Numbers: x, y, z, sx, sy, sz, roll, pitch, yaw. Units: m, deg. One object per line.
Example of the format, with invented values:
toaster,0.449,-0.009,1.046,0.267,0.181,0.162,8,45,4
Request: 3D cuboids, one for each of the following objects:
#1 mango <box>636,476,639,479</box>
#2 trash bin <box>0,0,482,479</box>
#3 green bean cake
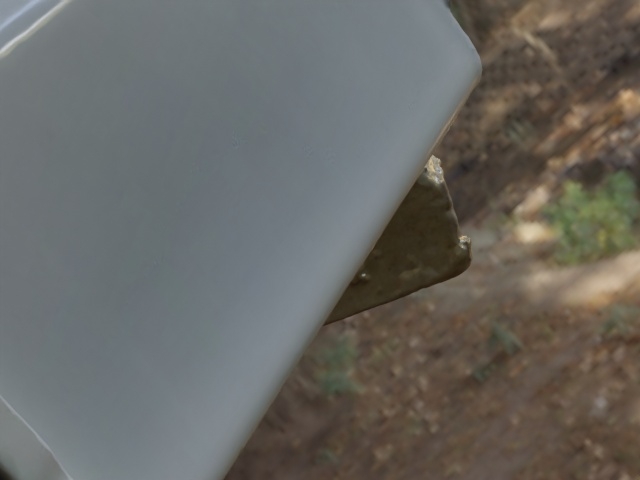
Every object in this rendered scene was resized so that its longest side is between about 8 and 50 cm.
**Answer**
mango,0.270,0.169,0.897,0.076,0.161,0.103,69,-155,-59
trash bin,-0.101,0.002,0.648,0.256,0.296,0.367,-12,33,54
green bean cake,0.000,0.000,0.940,0.179,0.085,0.109,-19,17,1
